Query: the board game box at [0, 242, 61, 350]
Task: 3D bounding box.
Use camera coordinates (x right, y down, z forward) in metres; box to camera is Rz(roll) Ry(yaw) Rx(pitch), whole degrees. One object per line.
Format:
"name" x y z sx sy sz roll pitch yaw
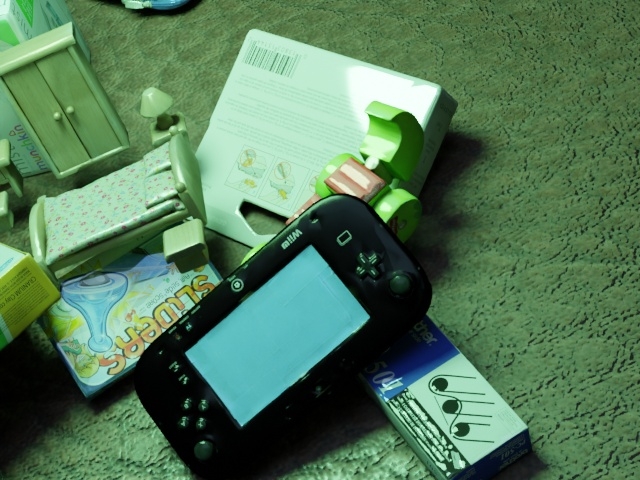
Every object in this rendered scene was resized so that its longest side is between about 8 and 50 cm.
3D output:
"board game box" -0.452 0.093 1.363 0.242 0.064 0.316 -43 26 -18

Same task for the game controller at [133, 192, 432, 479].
"game controller" -0.042 0.099 1.237 0.319 0.067 0.166 -41 84 4

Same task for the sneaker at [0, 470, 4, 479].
"sneaker" -0.363 0.278 1.243 0.108 0.100 0.271 -28 50 -29

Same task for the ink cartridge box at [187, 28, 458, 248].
"ink cartridge box" -0.015 -0.101 1.470 0.296 0.066 0.261 23 87 32

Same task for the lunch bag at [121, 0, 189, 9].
"lunch bag" -0.233 -0.475 1.825 0.243 0.115 0.303 16 57 26

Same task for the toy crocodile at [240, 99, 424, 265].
"toy crocodile" 0.000 0.000 1.318 0.115 0.105 0.340 38 88 32

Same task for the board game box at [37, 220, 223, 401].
"board game box" -0.215 0.072 1.368 0.201 0.035 0.136 -34 79 -11

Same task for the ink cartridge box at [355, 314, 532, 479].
"ink cartridge box" 0.114 0.159 1.220 0.097 0.046 0.207 -31 48 -11

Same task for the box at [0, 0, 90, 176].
"box" -0.413 -0.258 1.599 0.126 0.262 0.231 -15 47 5

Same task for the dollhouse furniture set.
"dollhouse furniture set" -0.309 -0.079 1.366 0.303 0.174 0.356 -23 35 4
